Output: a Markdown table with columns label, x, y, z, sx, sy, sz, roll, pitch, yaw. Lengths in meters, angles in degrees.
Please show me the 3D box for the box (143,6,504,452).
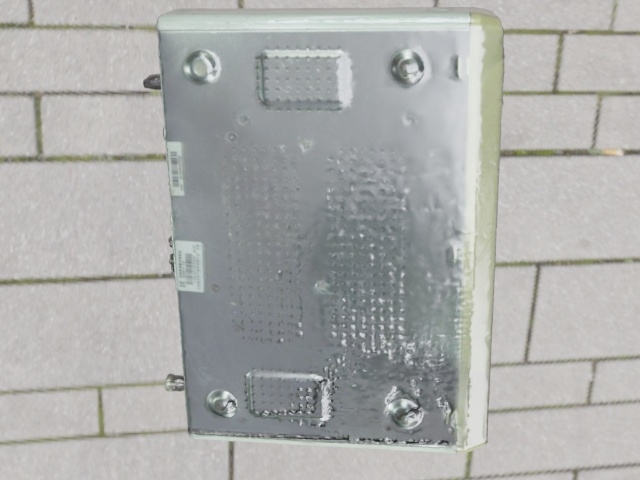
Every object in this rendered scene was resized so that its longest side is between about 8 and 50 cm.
| label | x | y | z | sx | sy | sz | roll | pitch | yaw |
| --- | --- | --- | --- | --- | --- | --- | --- | --- | --- |
| box | 0.000 | 0.000 | 0.559 | 0.211 | 0.045 | 0.270 | 3 | 110 | 7 |
